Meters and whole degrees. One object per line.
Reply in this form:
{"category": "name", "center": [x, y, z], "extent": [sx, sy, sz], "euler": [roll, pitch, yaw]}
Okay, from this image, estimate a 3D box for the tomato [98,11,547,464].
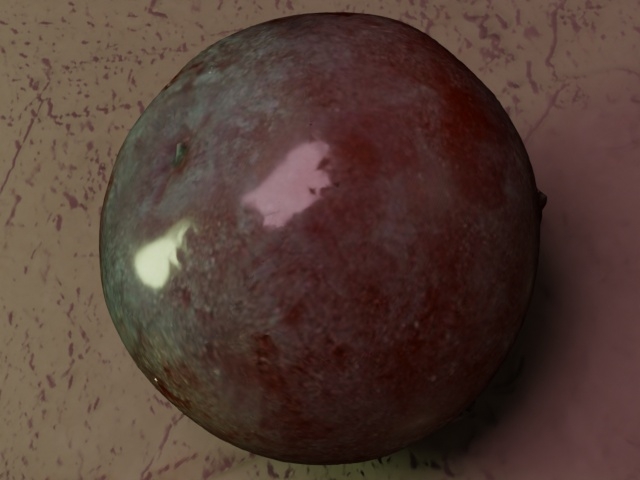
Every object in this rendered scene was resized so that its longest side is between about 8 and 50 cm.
{"category": "tomato", "center": [0.000, 0.000, 1.103], "extent": [0.317, 0.282, 0.316], "euler": [-27, 50, 37]}
